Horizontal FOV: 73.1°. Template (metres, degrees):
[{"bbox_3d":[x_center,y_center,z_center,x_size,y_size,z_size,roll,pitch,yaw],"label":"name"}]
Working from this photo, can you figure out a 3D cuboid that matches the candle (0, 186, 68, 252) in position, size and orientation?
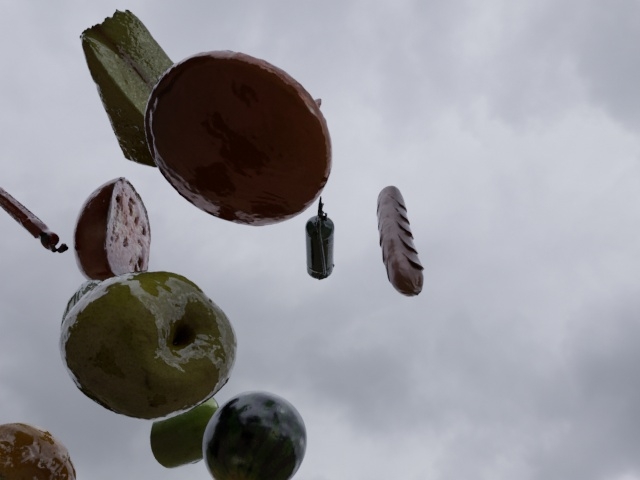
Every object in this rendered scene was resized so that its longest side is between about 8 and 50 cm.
[{"bbox_3d":[-0.806,-0.066,1.170,0.329,0.048,0.051,33,-47,19],"label":"candle"}]

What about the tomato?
[{"bbox_3d":[-0.610,-0.003,1.246,0.144,0.338,0.338,-3,-59,0],"label":"tomato"}]

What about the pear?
[{"bbox_3d":[-0.245,0.151,0.620,0.211,0.188,0.228,-24,-63,39],"label":"pear"}]

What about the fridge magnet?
[{"bbox_3d":[-0.154,-0.180,0.830,0.364,0.155,0.363,6,-48,6],"label":"fridge magnet"}]

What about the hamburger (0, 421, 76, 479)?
[{"bbox_3d":[-0.628,0.500,0.931,0.144,0.157,0.282,-8,-73,38],"label":"hamburger"}]

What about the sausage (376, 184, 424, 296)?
[{"bbox_3d":[0.187,-0.012,1.061,0.088,0.433,0.087,0,-54,0],"label":"sausage"}]

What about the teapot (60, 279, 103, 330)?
[{"bbox_3d":[-0.378,0.148,0.846,0.221,0.163,0.178,-48,-35,19],"label":"teapot"}]

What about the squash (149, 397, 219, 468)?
[{"bbox_3d":[-0.482,0.727,1.685,0.309,0.233,0.210,-23,-36,13],"label":"squash"}]

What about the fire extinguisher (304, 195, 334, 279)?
[{"bbox_3d":[0.000,0.000,1.309,0.093,0.118,0.294,4,-40,3],"label":"fire extinguisher"}]

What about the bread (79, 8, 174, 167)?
[{"bbox_3d":[-0.438,-0.399,1.152,0.245,0.233,0.361,12,-41,18],"label":"bread"}]

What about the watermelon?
[{"bbox_3d":[-0.169,0.514,1.099,0.269,0.269,0.269,4,-58,7],"label":"watermelon"}]
